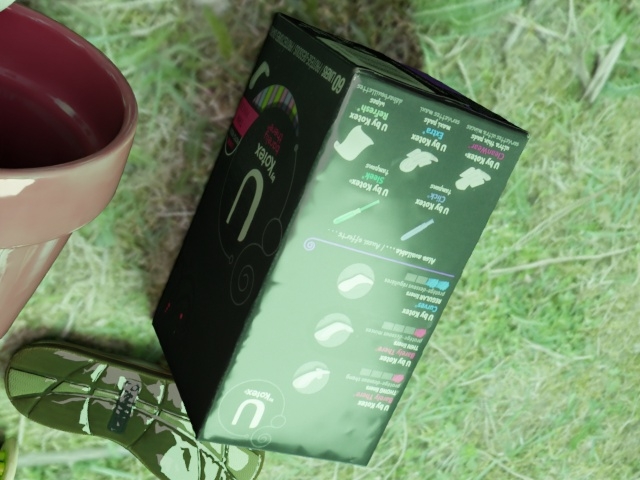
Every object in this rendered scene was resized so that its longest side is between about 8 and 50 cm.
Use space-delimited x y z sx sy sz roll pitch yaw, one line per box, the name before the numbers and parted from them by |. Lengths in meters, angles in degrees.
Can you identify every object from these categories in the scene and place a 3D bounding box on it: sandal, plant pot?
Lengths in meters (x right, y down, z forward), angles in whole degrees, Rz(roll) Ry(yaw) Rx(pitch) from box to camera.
sandal | -0.144 0.136 0.746 0.219 0.060 0.090 22 99 -14
plant pot | -0.231 -0.030 0.560 0.201 0.201 0.180 10 125 -25

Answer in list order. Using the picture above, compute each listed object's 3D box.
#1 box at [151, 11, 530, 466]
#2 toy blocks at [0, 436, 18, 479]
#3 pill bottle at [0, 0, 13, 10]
box | 0.000 0.000 0.668 0.143 0.165 0.270 15 108 -27
toy blocks | -0.320 0.191 0.701 0.148 0.054 0.123 17 108 -27
pill bottle | -0.268 -0.207 0.425 0.278 0.162 0.162 12 111 -51
